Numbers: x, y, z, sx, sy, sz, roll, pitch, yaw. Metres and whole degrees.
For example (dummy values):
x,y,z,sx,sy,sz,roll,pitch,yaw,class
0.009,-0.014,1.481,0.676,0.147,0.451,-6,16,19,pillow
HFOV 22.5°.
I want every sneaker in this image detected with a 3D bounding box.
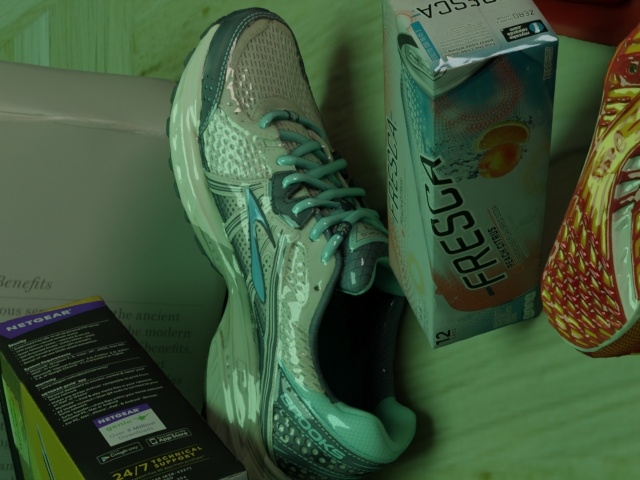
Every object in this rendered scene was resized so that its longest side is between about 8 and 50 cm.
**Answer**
x,y,z,sx,sy,sz,roll,pitch,yaw,class
0.000,0.000,0.899,0.122,0.110,0.283,-19,78,46,sneaker
0.144,-0.035,0.665,0.064,0.067,0.175,31,99,29,sneaker

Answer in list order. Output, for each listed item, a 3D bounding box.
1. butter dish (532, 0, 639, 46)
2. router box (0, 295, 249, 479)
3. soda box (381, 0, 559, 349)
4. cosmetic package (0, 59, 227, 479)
x,y,z,sx,sy,sz,roll,pitch,yaw,class
0.084,-0.177,0.726,0.160,0.118,0.160,29,112,59,butter dish
-0.107,0.220,0.967,0.243,0.081,0.309,38,140,57,router box
0.065,-0.034,0.733,0.183,0.058,0.063,85,164,-48,soda box
-0.217,0.112,1.121,0.161,0.230,0.453,38,119,57,cosmetic package
